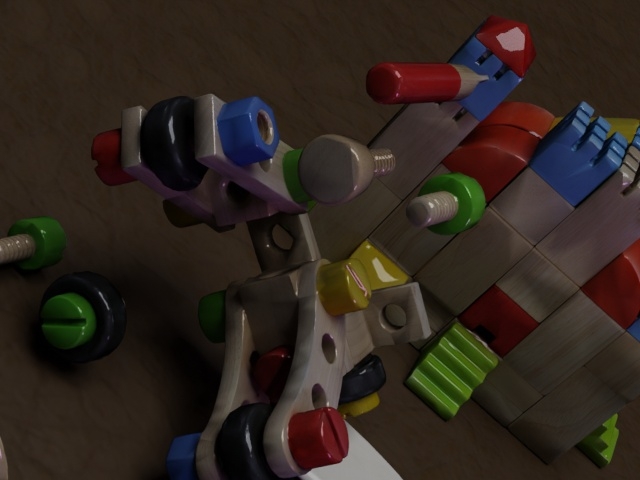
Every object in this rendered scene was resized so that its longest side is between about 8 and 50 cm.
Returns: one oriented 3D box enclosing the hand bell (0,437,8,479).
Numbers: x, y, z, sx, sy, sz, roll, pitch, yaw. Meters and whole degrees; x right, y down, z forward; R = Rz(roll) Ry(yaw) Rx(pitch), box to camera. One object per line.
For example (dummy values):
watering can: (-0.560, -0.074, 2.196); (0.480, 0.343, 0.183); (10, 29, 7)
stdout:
hand bell: (-0.280, 0.148, 0.689); (0.126, 0.126, 0.242); (47, 48, 5)

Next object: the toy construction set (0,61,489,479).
toy construction set: (0.000, 0.000, 0.947); (0.257, 0.309, 0.237); (54, 26, 11)

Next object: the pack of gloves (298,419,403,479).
pack of gloves: (0.019, 0.224, 0.953); (0.232, 0.046, 0.195); (43, 34, 16)

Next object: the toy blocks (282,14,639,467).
toy blocks: (0.171, -0.008, 1.145); (0.381, 0.261, 0.191); (42, 34, -3)
